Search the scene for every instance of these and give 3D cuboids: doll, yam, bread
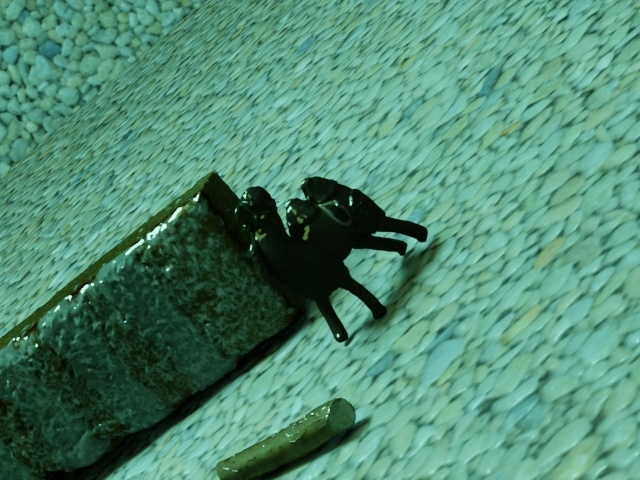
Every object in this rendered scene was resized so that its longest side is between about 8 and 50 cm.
[{"bbox_3d":[0.000,0.000,1.713,0.057,0.165,0.139,-28,27,54],"label":"doll"},{"bbox_3d":[-0.029,0.167,1.597,0.145,0.032,0.032,-31,21,37],"label":"yam"},{"bbox_3d":[-0.209,0.115,1.912,0.416,0.165,0.113,-38,16,21],"label":"bread"}]
